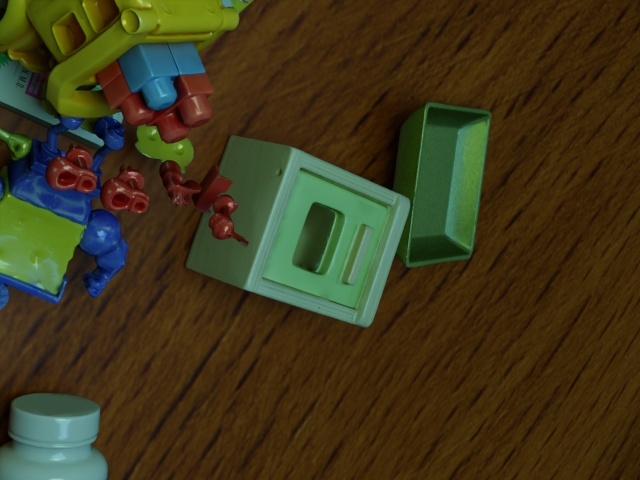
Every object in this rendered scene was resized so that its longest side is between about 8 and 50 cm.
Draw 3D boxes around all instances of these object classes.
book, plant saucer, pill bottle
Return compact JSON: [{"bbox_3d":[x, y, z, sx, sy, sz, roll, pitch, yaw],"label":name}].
[{"bbox_3d":[-0.247,-0.155,1.026,0.144,0.035,0.096,24,81,-38],"label":"book"},{"bbox_3d":[0.137,-0.068,1.308,0.188,0.045,0.188,-5,103,-59],"label":"plant saucer"},{"bbox_3d":[-0.263,0.247,1.047,0.112,0.112,0.187,2,98,-38],"label":"pill bottle"}]

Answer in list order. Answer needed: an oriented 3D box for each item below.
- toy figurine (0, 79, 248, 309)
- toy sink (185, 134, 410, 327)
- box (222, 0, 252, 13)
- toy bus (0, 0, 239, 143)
[{"bbox_3d":[-0.268,-0.019,0.943,0.362,0.191,0.217,24,111,-34],"label":"toy figurine"},{"bbox_3d":[0.000,0.000,1.187,0.234,0.131,0.153,22,86,-40],"label":"toy sink"},{"bbox_3d":[-0.134,-0.248,1.072,0.179,0.043,0.105,-47,123,-29],"label":"box"},{"bbox_3d":[-0.174,-0.171,0.893,0.149,0.220,0.211,-18,85,-50],"label":"toy bus"}]
